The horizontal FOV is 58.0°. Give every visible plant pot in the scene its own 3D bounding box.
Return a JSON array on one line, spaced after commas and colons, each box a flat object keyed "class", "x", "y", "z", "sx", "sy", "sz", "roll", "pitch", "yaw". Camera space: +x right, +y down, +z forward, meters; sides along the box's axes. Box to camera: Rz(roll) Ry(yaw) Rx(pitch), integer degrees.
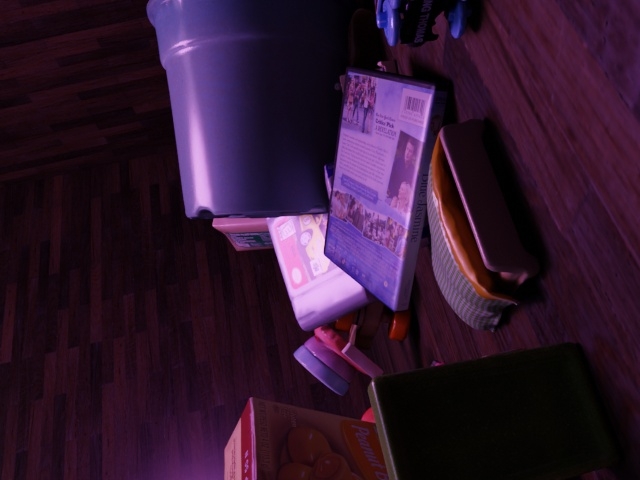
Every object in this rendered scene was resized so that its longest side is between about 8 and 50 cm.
[{"class": "plant pot", "x": -0.100, "y": -0.205, "z": 0.951, "sx": 0.341, "sy": 0.341, "sz": 0.334, "roll": -140, "pitch": 47, "yaw": -88}]

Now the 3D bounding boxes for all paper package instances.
[{"class": "paper package", "x": -0.108, "y": -0.138, "z": 1.638, "sx": 0.168, "sy": 0.325, "sz": 0.309, "roll": 58, "pitch": -147, "yaw": -57}]

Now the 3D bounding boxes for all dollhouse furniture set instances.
[{"class": "dollhouse furniture set", "x": 0.101, "y": 0.069, "z": 0.518, "sx": 0.197, "sy": 0.151, "sz": 0.301, "roll": 81, "pitch": 176, "yaw": -68}, {"class": "dollhouse furniture set", "x": 0.070, "y": -0.192, "z": 0.830, "sx": 0.091, "sy": 0.081, "sz": 0.114, "roll": -108, "pitch": 6, "yaw": -76}]

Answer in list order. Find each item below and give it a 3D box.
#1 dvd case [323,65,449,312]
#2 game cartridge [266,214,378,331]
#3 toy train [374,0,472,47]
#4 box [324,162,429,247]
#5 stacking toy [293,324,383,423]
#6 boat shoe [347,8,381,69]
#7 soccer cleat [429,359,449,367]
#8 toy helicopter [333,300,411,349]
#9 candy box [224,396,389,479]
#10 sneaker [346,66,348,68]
[{"class": "dvd case", "x": 0.065, "y": -0.067, "z": 0.677, "sx": 0.180, "sy": 0.022, "sz": 0.252, "roll": 38, "pitch": 126, "yaw": 56}, {"class": "game cartridge", "x": 0.000, "y": 0.000, "z": 1.077, "sx": 0.060, "sy": 0.196, "sz": 0.294, "roll": 5, "pitch": -119, "yaw": -53}, {"class": "toy train", "x": 0.077, "y": -0.224, "z": 0.428, "sx": 0.184, "sy": 0.080, "sz": 0.105, "roll": 82, "pitch": -179, "yaw": -75}, {"class": "box", "x": 0.080, "y": -0.048, "z": 0.824, "sx": 0.072, "sy": 0.126, "sz": 0.137, "roll": 91, "pitch": 165, "yaw": -76}, {"class": "stacking toy", "x": 0.081, "y": 0.303, "z": 1.107, "sx": 0.309, "sy": 0.130, "sz": 0.279, "roll": 40, "pitch": 173, "yaw": -4}, {"class": "boat shoe", "x": 0.067, "y": -0.285, "z": 0.882, "sx": 0.045, "sy": 0.050, "sz": 0.135, "roll": -99, "pitch": 7, "yaw": -58}, {"class": "soccer cleat", "x": 0.180, "y": 0.302, "z": 0.876, "sx": 0.143, "sy": 0.116, "sz": 0.331, "roll": 38, "pitch": 147, "yaw": 24}, {"class": "toy helicopter", "x": 0.100, "y": 0.132, "z": 1.258, "sx": 0.355, "sy": 0.140, "sz": 0.234, "roll": 100, "pitch": 178, "yaw": -62}, {"class": "candy box", "x": 0.069, "y": 0.273, "z": 0.555, "sx": 0.183, "sy": 0.317, "sz": 0.087, "roll": -105, "pitch": 36, "yaw": -59}, {"class": "sneaker", "x": 0.037, "y": -0.330, "z": 1.218, "sx": 0.212, "sy": 0.080, "sz": 0.094, "roll": 60, "pitch": -170, "yaw": -60}]
